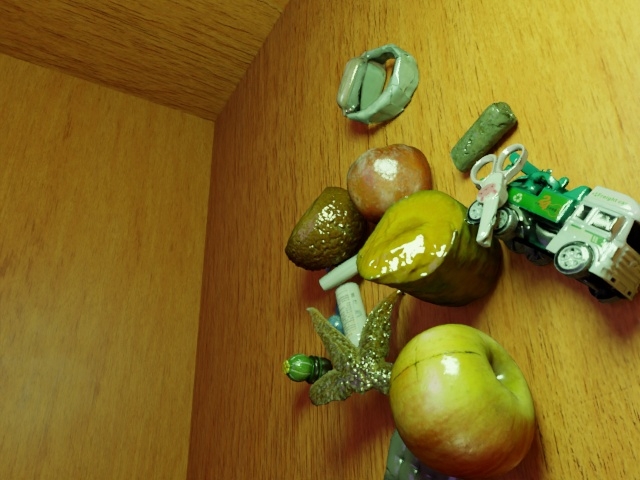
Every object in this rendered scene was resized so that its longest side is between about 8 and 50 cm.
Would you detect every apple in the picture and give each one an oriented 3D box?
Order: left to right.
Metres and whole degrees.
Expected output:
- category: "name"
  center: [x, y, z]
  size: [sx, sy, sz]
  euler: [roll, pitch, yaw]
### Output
- category: "apple"
  center: [0.265, 0.309, 0.934]
  size: [0.233, 0.285, 0.286]
  euler: [-43, 42, 31]

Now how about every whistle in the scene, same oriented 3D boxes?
- category: "whistle"
  center: [0.049, 0.264, 1.534]
  size: [0.090, 0.090, 0.158]
  euler: [-61, 33, 28]

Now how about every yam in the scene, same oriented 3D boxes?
- category: "yam"
  center: [0.386, -0.248, 1.154]
  size: [0.179, 0.078, 0.078]
  euler: [-53, 37, 43]

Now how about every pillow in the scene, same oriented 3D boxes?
- category: "pillow"
  center: [0.210, 0.591, 1.036]
  size: [0.228, 0.101, 0.327]
  euler: [7, 74, 57]

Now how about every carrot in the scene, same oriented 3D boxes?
- category: "carrot"
  center: [0.244, 0.018, 1.076]
  size: [0.241, 0.340, 0.242]
  euler: [-23, 56, 39]

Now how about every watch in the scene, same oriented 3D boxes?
- category: "watch"
  center: [0.196, -0.492, 1.543]
  size: [0.241, 0.161, 0.254]
  euler: [34, 112, 46]

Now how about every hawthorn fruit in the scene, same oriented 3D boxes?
- category: "hawthorn fruit"
  center: [0.202, -0.145, 1.311]
  size: [0.263, 0.231, 0.235]
  euler: [48, 140, 11]

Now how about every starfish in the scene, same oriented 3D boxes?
- category: "starfish"
  center: [0.117, 0.322, 1.265]
  size: [0.397, 0.132, 0.384]
  euler: [-24, 46, 26]

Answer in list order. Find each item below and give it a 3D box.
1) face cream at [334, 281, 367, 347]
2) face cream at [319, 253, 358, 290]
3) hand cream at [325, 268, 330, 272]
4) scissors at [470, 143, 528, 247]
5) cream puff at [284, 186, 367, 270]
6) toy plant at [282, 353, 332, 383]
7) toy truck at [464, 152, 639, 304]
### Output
- category: "face cream"
  center: [0.106, 0.256, 1.449]
  size: [0.082, 0.081, 0.269]
  euler: [-51, 39, 39]
- category: "face cream"
  center: [0.081, 0.094, 1.498]
  size: [0.182, 0.051, 0.072]
  euler: [-33, 11, 7]
- category: "hand cream"
  center: [0.000, 0.000, 1.785]
  size: [0.088, 0.055, 0.256]
  euler: [-62, 38, 34]
- category: "scissors"
  center: [0.324, -0.085, 0.911]
  size: [0.118, 0.030, 0.242]
  euler: [-21, 37, 47]
- category: "cream puff"
  center: [0.030, -0.026, 1.556]
  size: [0.303, 0.212, 0.303]
  euler: [-54, -1, -2]
- category: "toy plant"
  center: [-0.046, 0.419, 1.570]
  size: [0.092, 0.162, 0.093]
  euler: [-33, 50, 51]
- category: "toy truck"
  center: [0.430, -0.038, 0.897]
  size: [0.178, 0.176, 0.363]
  euler: [-57, 31, 11]
